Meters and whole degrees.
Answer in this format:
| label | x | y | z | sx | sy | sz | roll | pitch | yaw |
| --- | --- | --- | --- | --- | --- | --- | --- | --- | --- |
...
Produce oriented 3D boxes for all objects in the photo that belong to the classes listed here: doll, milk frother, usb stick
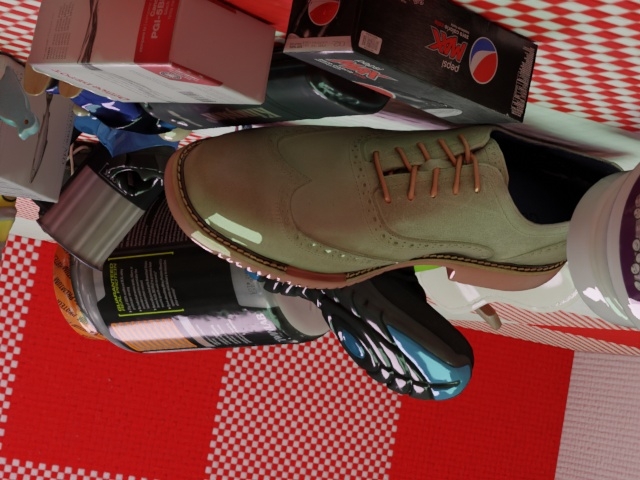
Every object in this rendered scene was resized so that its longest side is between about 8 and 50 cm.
| label | x | y | z | sx | sy | sz | roll | pitch | yaw |
| --- | --- | --- | --- | --- | --- | --- | --- | --- | --- |
| doll | -0.167 | -0.117 | 1.326 | 0.129 | 0.046 | 0.189 | 8 | 174 | 28 |
| milk frother | -0.222 | -0.054 | 1.592 | 0.129 | 0.135 | 0.143 | 41 | -179 | 18 |
| usb stick | -0.049 | -0.113 | 1.161 | 0.077 | 0.045 | 0.278 | 13 | 174 | -33 |

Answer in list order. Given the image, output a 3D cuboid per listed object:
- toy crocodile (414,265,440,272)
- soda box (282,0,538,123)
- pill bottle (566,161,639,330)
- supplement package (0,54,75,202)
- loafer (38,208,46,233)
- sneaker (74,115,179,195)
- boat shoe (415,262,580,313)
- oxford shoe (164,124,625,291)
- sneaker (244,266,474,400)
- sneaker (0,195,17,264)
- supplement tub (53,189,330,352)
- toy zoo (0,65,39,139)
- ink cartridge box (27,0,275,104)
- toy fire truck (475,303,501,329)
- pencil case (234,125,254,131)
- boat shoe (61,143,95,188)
| label | x | y | z | sx | sy | sz | roll | pitch | yaw |
| --- | --- | --- | --- | --- | --- | --- | --- | --- | --- |
| toy crocodile | 0.000 | 0.000 | 1.864 | 0.340 | 0.115 | 0.105 | 5 | 169 | 25 |
| soda box | 0.057 | -0.115 | 0.922 | 0.060 | 0.053 | 0.169 | 4 | 172 | 43 |
| pill bottle | 0.309 | 0.004 | 1.082 | 0.169 | 0.169 | 0.301 | 13 | 173 | -25 |
| supplement package | -0.306 | -0.104 | 1.397 | 0.105 | 0.105 | 0.179 | 9 | 175 | 12 |
| loafer | -0.336 | -0.057 | 2.169 | 0.096 | 0.084 | 0.267 | -22 | -167 | -25 |
| sneaker | -0.192 | -0.087 | 1.468 | 0.152 | 0.085 | 0.058 | 5 | 173 | 42 |
| boat shoe | 0.225 | 0.022 | 1.802 | 0.109 | 0.091 | 0.305 | 55 | 154 | -13 |
| oxford shoe | 0.069 | -0.049 | 1.231 | 0.396 | 0.141 | 0.146 | 1 | 154 | -32 |
| sneaker | 0.047 | 0.026 | 1.510 | 0.341 | 0.139 | 0.125 | 40 | 153 | 39 |
| sneaker | -0.449 | -0.091 | 1.696 | 0.145 | 0.147 | 0.385 | 11 | 157 | 15 |
| supplement tub | -0.142 | 0.031 | 1.783 | 0.316 | 0.194 | 0.193 | -5 | 167 | 30 |
| toy zoo | -0.333 | -0.103 | 1.023 | 0.293 | 0.192 | 0.030 | 11 | 174 | -1 |
| ink cartridge box | -0.114 | -0.131 | 1.041 | 0.135 | 0.056 | 0.099 | 5 | 172 | 37 |
| toy fire truck | 0.101 | 0.039 | 2.002 | 0.246 | 0.159 | 0.217 | -5 | 169 | 19 |
| pencil case | 0.013 | -0.053 | 1.450 | 0.209 | 0.098 | 0.095 | 12 | 129 | -14 |
| boat shoe | -0.280 | -0.075 | 1.789 | 0.079 | 0.084 | 0.233 | 42 | 154 | -25 |
